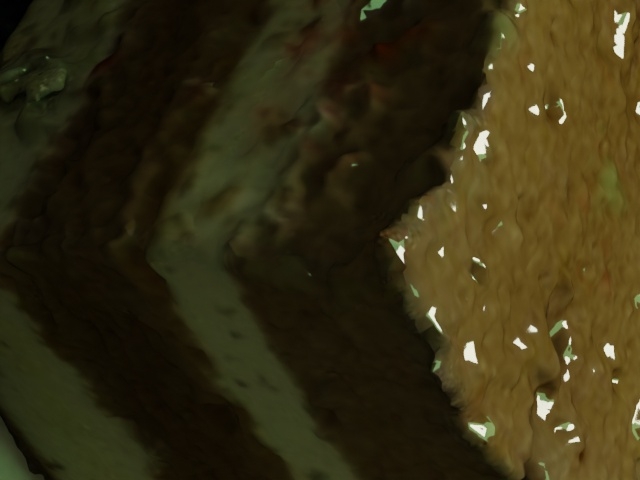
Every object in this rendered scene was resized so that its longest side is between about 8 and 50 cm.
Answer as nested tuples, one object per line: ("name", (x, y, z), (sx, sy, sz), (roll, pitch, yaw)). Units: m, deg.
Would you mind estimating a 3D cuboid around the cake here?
("cake", (0.000, 0.000, 0.814), (0.282, 0.290, 0.256), (61, 41, -38))
